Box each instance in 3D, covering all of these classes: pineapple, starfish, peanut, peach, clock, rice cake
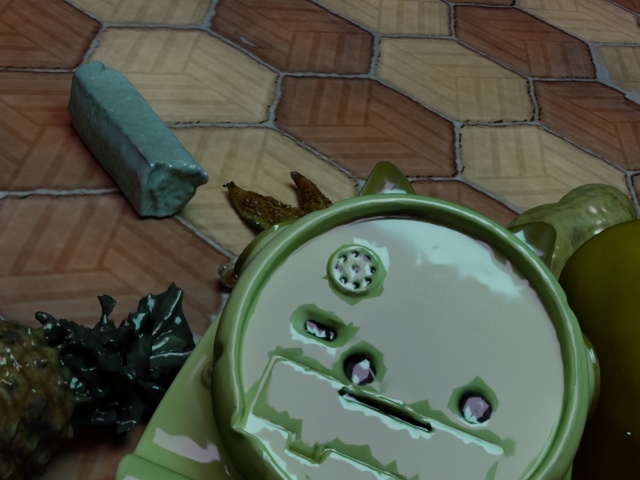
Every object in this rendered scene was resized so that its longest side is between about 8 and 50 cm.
[{"bbox_3d":[-0.186,0.097,0.721,0.248,0.128,0.128,-16,47,-44],"label":"pineapple"},{"bbox_3d":[0.000,-0.001,0.993,0.241,0.043,0.227,-5,42,-32],"label":"starfish"},{"bbox_3d":[0.251,0.008,1.039,0.103,0.098,0.229,13,28,44],"label":"peanut"},{"bbox_3d":[0.268,0.105,0.801,0.153,0.251,0.251,-6,33,15],"label":"peach"},{"bbox_3d":[0.048,0.100,0.694,0.286,0.117,0.348,21,66,6],"label":"clock"},{"bbox_3d":[-0.191,-0.100,1.022,0.063,0.069,0.206,-11,47,-36],"label":"rice cake"}]
